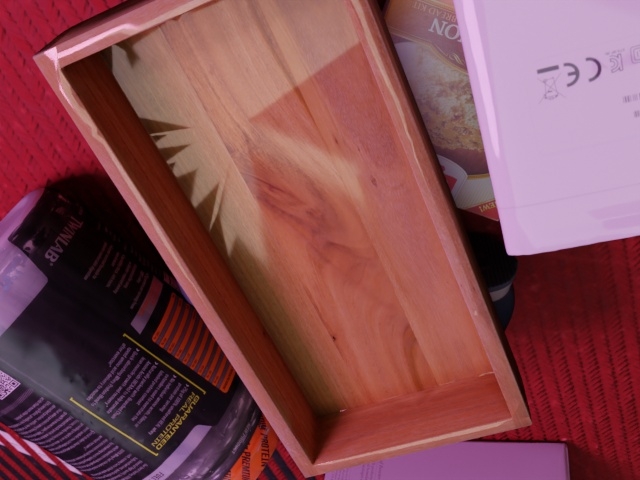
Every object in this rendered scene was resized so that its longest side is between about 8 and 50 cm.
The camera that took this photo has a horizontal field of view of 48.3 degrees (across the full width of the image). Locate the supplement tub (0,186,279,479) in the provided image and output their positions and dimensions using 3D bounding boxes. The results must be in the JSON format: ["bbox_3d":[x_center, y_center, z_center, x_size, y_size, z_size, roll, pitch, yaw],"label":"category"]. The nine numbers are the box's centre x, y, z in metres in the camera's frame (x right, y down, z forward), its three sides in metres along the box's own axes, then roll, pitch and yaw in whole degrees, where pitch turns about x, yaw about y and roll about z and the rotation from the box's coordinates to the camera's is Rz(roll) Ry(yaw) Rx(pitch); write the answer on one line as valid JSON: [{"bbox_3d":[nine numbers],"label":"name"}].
[{"bbox_3d":[-0.208,0.123,0.722,0.207,0.207,0.338,-31,117,33],"label":"supplement tub"}]

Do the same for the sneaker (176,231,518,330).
[{"bbox_3d":[0.021,0.067,0.683,0.319,0.112,0.131,2,128,13],"label":"sneaker"}]

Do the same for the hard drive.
[{"bbox_3d":[0.185,-0.177,0.391,0.233,0.047,0.353,-11,110,17],"label":"hard drive"}]

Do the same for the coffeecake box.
[{"bbox_3d":[0.104,-0.120,0.526,0.142,0.068,0.185,18,133,-3],"label":"coffeecake box"}]

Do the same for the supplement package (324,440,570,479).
[{"bbox_3d":[0.157,0.365,0.871,0.293,0.175,0.177,-4,130,16],"label":"supplement package"}]

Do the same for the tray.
[{"bbox_3d":[0.000,0.000,0.534,0.203,0.076,0.411,-18,119,16],"label":"tray"}]
